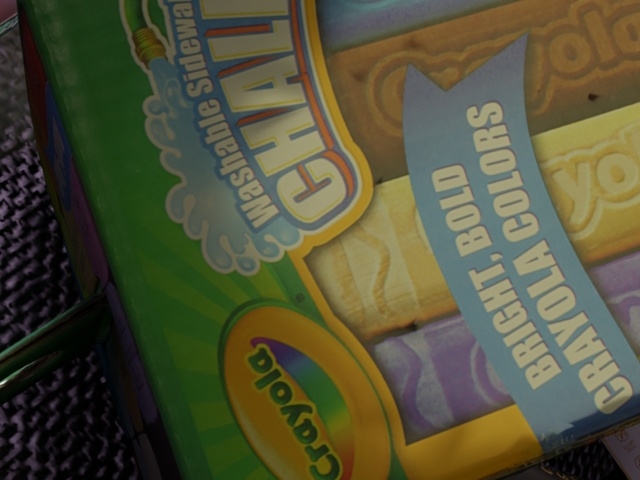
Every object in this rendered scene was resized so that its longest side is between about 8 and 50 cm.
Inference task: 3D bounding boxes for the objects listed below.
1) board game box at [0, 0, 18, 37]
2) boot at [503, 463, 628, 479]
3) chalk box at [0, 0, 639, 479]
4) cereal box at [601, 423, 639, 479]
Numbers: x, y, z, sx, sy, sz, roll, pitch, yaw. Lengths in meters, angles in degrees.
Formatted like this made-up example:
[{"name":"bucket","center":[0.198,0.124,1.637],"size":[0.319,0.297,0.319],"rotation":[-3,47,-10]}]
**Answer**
[{"name":"board game box","center":[-0.136,-0.175,0.513],"size":[0.136,0.030,0.260],"rotation":[50,44,-10]},{"name":"boot","center":[0.101,0.112,0.568],"size":[0.198,0.077,0.137],"rotation":[-22,81,-48]},{"name":"chalk box","center":[0.000,0.000,0.407],"size":[0.288,0.180,0.179],"rotation":[-17,83,-16]},{"name":"cereal box","center":[0.173,0.031,0.640],"size":[0.173,0.047,0.240],"rotation":[-3,53,-45]}]
